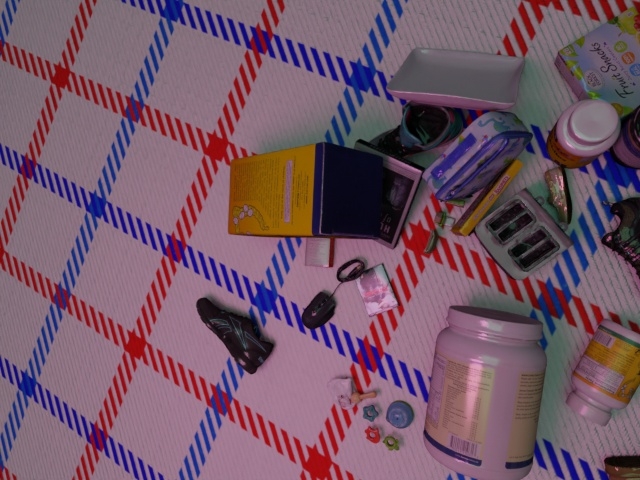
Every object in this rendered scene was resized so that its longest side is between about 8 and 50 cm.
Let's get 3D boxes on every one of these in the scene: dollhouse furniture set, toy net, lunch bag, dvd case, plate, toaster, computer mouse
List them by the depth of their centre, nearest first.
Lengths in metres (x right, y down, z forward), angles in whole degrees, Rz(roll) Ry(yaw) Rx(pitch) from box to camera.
[{"bbox_3d":[0.342,-0.181,1.041,0.219,0.176,0.090,-49,62,40],"label":"lunch bag"},{"bbox_3d":[0.456,-0.010,1.087,0.185,0.110,0.168,-39,77,14],"label":"toaster"},{"bbox_3d":[0.318,-0.374,1.097,0.277,0.277,0.045,13,134,18],"label":"plate"},{"bbox_3d":[0.304,-0.031,1.155,0.058,0.076,0.152,18,93,16],"label":"dollhouse furniture set"},{"bbox_3d":[0.140,-0.110,1.172,0.179,0.029,0.239,28,129,17],"label":"dvd case"},{"bbox_3d":[0.118,0.438,1.221,0.232,0.045,0.122,25,98,19],"label":"toy net"},{"bbox_3d":[0.146,0.131,1.235,0.087,0.013,0.120,-23,82,16],"label":"dvd case"},{"bbox_3d":[0.030,0.143,1.250,0.071,0.041,0.242,42,104,19],"label":"computer mouse"}]

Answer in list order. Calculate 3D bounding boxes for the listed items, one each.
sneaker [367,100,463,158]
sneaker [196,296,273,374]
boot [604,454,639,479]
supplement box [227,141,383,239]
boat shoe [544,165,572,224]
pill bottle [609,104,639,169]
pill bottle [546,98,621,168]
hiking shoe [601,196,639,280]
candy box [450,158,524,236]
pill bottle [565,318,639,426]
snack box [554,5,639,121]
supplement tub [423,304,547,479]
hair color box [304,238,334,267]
[{"bbox_3d":[0.199,-0.245,1.141,0.295,0.178,0.124,-24,81,16],"label":"sneaker"},{"bbox_3d":[-0.244,0.250,1.331,0.106,0.101,0.267,-43,75,-10],"label":"sneaker"},{"bbox_3d":[0.745,0.599,0.992,0.236,0.089,0.270,-13,84,28],"label":"boot"},{"bbox_3d":[-0.047,-0.103,1.135,0.356,0.194,0.196,2,89,48],"label":"supplement box"},{"bbox_3d":[0.552,-0.102,1.094,0.045,0.050,0.136,-9,89,41],"label":"boat shoe"},{"bbox_3d":[0.674,-0.213,0.963,0.122,0.219,0.123,0,89,18],"label":"pill bottle"},{"bbox_3d":[0.558,-0.227,1.004,0.117,0.215,0.118,-1,88,18],"label":"pill bottle"},{"bbox_3d":[0.686,0.016,1.036,0.114,0.086,0.227,-7,81,31],"label":"hiking shoe"},{"bbox_3d":[0.386,-0.096,1.103,0.027,0.105,0.206,38,94,5],"label":"candy box"},{"bbox_3d":[0.623,0.287,1.019,0.117,0.117,0.209,27,96,17],"label":"pill bottle"},{"bbox_3d":[0.660,-0.376,1.047,0.174,0.070,0.207,-29,75,15],"label":"snack box"},{"bbox_3d":[0.363,0.323,1.041,0.235,0.235,0.325,8,91,18],"label":"supplement tub"},{"bbox_3d":[0.000,0.000,1.270,0.071,0.043,0.141,4,91,19],"label":"hair color box"}]
